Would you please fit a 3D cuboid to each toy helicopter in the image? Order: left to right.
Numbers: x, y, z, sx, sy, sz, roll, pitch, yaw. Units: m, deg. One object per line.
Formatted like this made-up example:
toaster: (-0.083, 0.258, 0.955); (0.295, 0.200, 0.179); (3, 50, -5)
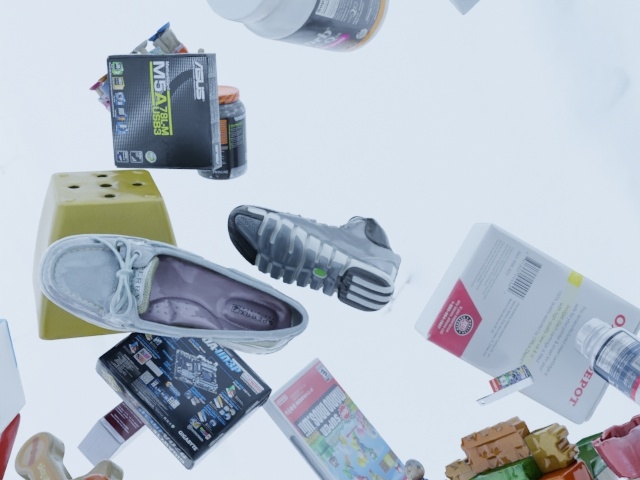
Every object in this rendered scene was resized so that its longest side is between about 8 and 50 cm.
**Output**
toy helicopter: (-0.398, 0.412, 1.342); (0.140, 0.235, 0.355); (49, 170, -36)

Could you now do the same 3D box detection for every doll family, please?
doll family: (-0.311, -0.255, 1.609); (0.263, 0.118, 0.163); (-31, 107, 30)

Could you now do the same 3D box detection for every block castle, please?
block castle: (0.348, 0.320, 1.270); (0.453, 0.303, 0.213); (-35, 79, 45)

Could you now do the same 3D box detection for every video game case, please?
video game case: (0.035, 0.359, 1.595); (0.025, 0.204, 0.285); (-42, 85, 28)

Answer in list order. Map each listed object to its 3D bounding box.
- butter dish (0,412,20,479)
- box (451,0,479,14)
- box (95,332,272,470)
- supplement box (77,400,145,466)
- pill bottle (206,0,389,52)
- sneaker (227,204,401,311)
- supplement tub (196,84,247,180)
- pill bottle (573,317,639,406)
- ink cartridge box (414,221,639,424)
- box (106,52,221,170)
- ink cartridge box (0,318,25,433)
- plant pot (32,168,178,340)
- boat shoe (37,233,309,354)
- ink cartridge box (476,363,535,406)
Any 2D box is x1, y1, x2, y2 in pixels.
butter dish: (-0.547, 0.304, 1.303); (0.118, 0.160, 0.160); (-6, 66, 48)
box: (0.270, -0.579, 1.503); (0.293, 0.395, 0.212); (-41, 85, 14)
box: (-0.212, 0.218, 1.391); (0.220, 0.175, 0.051); (43, 145, 10)
supplement box: (-0.386, 0.366, 1.879); (0.073, 0.239, 0.130); (45, 130, 5)
pill bottle: (-0.033, -0.371, 1.312); (0.162, 0.278, 0.162); (3, 95, 37)
sneaker: (0.000, 0.000, 1.151); (0.228, 0.132, 0.086); (27, 128, 4)
supplement tub: (-0.219, -0.237, 1.952); (0.117, 0.117, 0.190); (24, 123, 42)
pill bottle: (0.585, 0.230, 1.722); (0.180, 0.108, 0.108); (41, 145, 44)
ink cartridge box: (0.440, 0.174, 1.899); (0.384, 0.279, 0.160); (30, 179, -4)
box: (-0.258, -0.213, 1.476); (0.184, 0.045, 0.191); (4, 104, 19)
ink cartridge box: (-0.349, 0.125, 0.772); (0.143, 0.090, 0.092); (1, 113, 11)
plant pot: (-0.312, 0.006, 1.305); (0.212, 0.212, 0.187); (-130, 40, -59)
boat shoe: (-0.172, 0.062, 1.066); (0.320, 0.118, 0.103); (19, 163, -13)
ink cartridge box: (0.352, 0.280, 1.720); (0.063, 0.115, 0.029); (45, -159, -61)
